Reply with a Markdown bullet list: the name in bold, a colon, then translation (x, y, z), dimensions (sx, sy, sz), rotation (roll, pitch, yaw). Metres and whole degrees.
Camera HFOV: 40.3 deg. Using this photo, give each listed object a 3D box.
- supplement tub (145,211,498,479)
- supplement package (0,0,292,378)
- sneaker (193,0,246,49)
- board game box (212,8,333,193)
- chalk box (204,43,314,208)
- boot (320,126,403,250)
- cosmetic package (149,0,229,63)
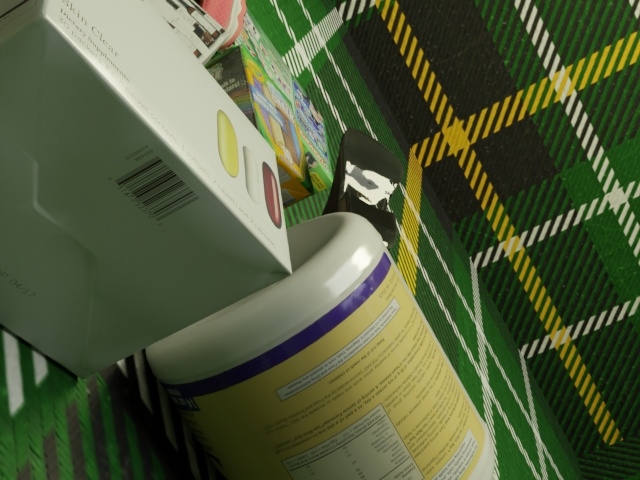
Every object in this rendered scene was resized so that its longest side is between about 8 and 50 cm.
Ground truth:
- **supplement tub**: translation (0.016, 0.168, 0.823), dimensions (0.331, 0.241, 0.241), rotation (60, 16, -13)
- **supplement package**: translation (-0.176, -0.055, 0.626), dimensions (0.262, 0.204, 0.145), rotation (48, 22, -42)
- **sneaker**: translation (-0.154, -0.421, 1.224), dimensions (0.136, 0.115, 0.314), rotation (-34, 135, -63)
- **board game box**: translation (-0.080, -0.258, 1.529), dimensions (0.317, 0.046, 0.214), rotation (52, 20, -36)
- **chalk box**: translation (-0.111, -0.141, 1.097), dimensions (0.132, 0.132, 0.213), rotation (44, 26, -49)
- **boot**: translation (0.000, 0.000, 1.087), dimensions (0.091, 0.229, 0.263), rotation (30, 37, -16)
- **cosmetic package**: translation (-0.180, -0.200, 0.925), dimensions (0.099, 0.060, 0.239), rotation (39, 31, -11)
